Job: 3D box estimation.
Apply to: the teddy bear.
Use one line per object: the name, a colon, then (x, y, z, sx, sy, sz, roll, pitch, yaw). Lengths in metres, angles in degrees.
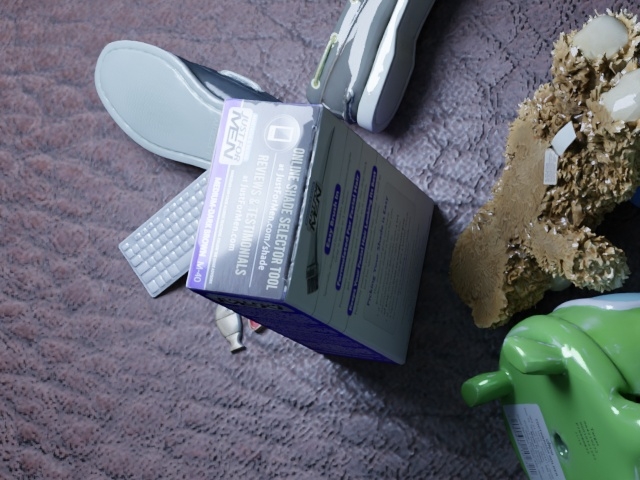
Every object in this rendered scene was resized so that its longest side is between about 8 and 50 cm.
teddy bear: (0.246, -0.061, 1.685, 0.245, 0.113, 0.338, 43, 122, 53)

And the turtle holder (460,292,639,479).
turtle holder: (0.291, 0.141, 1.575, 0.227, 0.320, 0.243, -21, 60, -18)

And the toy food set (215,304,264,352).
toy food set: (-0.092, 0.052, 1.895, 0.078, 0.019, 0.122, -31, 68, 11)

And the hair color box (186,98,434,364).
hair color box: (0.000, 0.000, 1.698, 0.110, 0.339, 0.185, 7, 79, 21)

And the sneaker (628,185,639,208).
sneaker: (0.306, -0.108, 1.756, 0.069, 0.082, 0.209, -33, 68, 8)

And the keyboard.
keyboard: (-0.119, -0.031, 1.874, 0.256, 0.014, 0.072, -38, 78, 32)

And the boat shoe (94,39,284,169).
boat shoe: (-0.116, -0.133, 1.918, 0.302, 0.091, 0.114, 34, 115, 23)

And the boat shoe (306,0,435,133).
boat shoe: (0.075, -0.270, 1.870, 0.091, 0.109, 0.305, 20, 87, 19)
